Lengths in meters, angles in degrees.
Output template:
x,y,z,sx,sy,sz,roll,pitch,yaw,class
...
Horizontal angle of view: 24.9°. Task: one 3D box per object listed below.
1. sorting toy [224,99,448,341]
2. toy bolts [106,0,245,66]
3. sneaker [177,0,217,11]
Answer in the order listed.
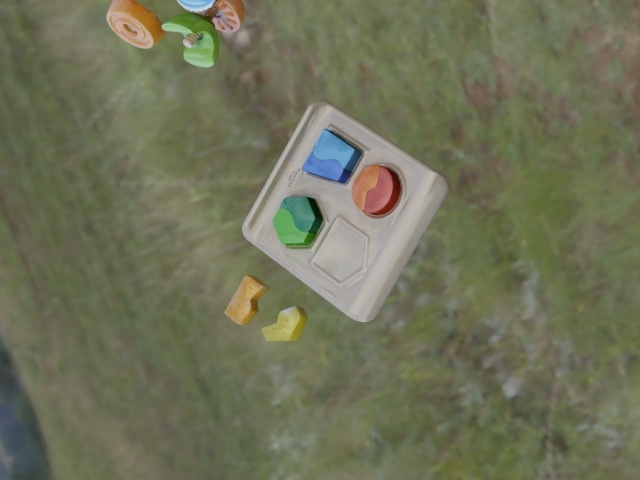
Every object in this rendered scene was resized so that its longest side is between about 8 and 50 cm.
x,y,z,sx,sy,sz,roll,pitch,yaw,class
0.000,0.000,1.835,0.229,0.307,0.041,35,-169,31,sorting toy
-0.240,-0.415,2.288,0.218,0.158,0.228,14,152,35,toy bolts
-0.198,-0.368,1.991,0.162,0.063,0.073,29,170,30,sneaker
